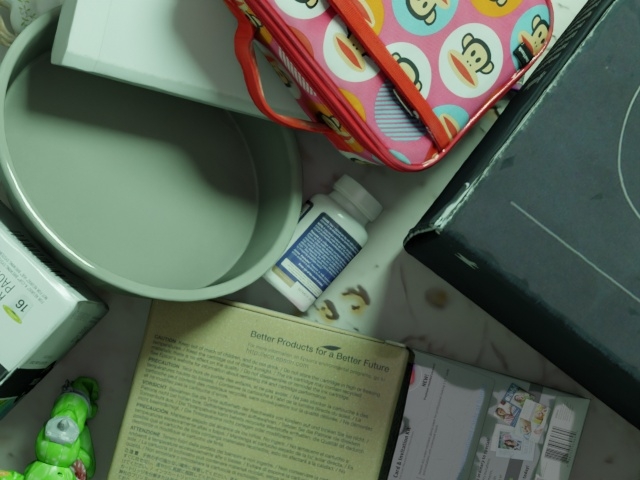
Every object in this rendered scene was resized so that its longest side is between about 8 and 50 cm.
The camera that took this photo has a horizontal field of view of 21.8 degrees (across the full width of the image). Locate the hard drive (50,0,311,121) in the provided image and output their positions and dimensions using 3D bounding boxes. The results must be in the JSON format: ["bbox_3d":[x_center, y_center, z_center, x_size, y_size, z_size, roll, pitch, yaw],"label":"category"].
[{"bbox_3d":[-0.067,-0.215,1.458,0.307,0.040,0.203,13,91,-28],"label":"hard drive"}]

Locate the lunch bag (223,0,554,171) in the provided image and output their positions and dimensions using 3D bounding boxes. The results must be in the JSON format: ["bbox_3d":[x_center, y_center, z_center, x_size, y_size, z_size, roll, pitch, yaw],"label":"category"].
[{"bbox_3d":[0.034,-0.207,1.428,0.258,0.120,0.293,-45,113,-11],"label":"lunch bag"}]

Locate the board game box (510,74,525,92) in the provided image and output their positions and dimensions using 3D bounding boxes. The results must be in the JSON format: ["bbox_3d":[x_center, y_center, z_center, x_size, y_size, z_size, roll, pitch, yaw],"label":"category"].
[{"bbox_3d":[0.153,-0.191,1.546,0.090,0.020,0.090,14,86,1],"label":"board game box"}]

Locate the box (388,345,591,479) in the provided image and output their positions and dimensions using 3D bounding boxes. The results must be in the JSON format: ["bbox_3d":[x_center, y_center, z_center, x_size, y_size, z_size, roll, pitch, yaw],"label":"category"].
[{"bbox_3d":[0.136,0.187,1.513,0.186,0.038,0.145,15,86,-1],"label":"box"}]

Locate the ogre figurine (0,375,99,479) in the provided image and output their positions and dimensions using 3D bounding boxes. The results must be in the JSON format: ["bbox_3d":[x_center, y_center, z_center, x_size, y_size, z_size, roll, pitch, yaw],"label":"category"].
[{"bbox_3d":[-0.237,0.220,1.465,0.097,0.118,0.197,34,86,1],"label":"ogre figurine"}]

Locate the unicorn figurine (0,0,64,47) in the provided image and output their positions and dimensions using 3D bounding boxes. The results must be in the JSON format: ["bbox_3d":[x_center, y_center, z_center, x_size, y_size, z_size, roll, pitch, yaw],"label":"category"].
[{"bbox_3d":[-0.240,-0.233,1.529,0.162,0.060,0.111,-34,88,13],"label":"unicorn figurine"}]

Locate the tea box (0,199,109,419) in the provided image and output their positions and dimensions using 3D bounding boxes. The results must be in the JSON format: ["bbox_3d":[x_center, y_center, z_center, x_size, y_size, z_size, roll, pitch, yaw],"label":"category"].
[{"bbox_3d":[-0.416,0.055,1.421,0.329,0.220,0.323,44,87,2],"label":"tea box"}]

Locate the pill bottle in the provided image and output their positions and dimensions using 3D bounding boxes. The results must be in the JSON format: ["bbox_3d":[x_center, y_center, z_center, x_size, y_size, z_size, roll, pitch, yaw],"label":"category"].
[{"bbox_3d":[0.000,0.000,1.508,0.067,0.067,0.120,42,87,2],"label":"pill bottle"}]

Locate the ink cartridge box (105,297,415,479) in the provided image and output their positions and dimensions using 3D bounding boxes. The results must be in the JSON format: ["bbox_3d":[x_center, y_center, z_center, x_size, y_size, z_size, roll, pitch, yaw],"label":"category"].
[{"bbox_3d":[-0.051,0.160,1.469,0.235,0.088,0.193,14,85,11],"label":"ink cartridge box"}]

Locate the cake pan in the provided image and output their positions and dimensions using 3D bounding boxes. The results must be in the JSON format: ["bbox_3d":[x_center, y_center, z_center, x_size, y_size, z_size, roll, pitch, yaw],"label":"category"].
[{"bbox_3d":[-0.153,-0.074,1.447,0.293,0.054,0.293,15,59,-26],"label":"cake pan"}]

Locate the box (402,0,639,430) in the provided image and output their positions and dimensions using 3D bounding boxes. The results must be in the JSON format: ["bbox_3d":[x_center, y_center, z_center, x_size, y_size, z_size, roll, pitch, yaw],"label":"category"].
[{"bbox_3d":[0.404,-0.043,1.400,0.480,0.297,0.472,38,85,0],"label":"box"}]
